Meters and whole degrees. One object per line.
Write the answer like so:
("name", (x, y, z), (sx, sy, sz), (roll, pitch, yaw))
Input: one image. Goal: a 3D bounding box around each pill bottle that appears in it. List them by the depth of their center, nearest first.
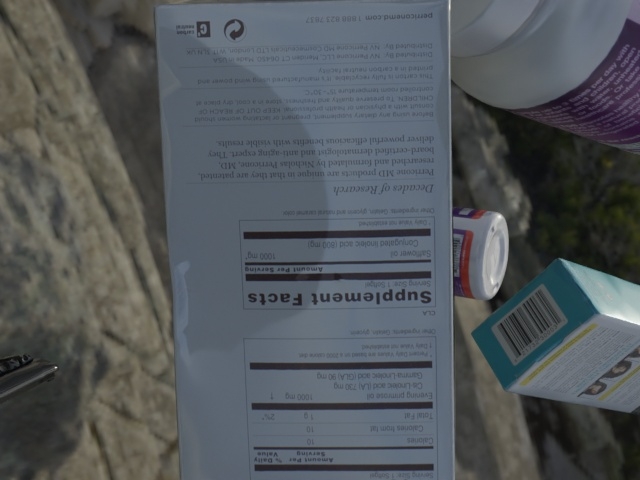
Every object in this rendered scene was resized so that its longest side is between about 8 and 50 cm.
("pill bottle", (0.182, -0.165, 0.913), (0.301, 0.169, 0.169), (10, 63, -44))
("pill bottle", (0.122, 0.008, 1.556), (0.108, 0.193, 0.108), (-30, 124, -59))

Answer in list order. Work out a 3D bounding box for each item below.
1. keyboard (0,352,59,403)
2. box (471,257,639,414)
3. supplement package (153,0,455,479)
("keyboard", (-0.295, 0.115, 0.657), (0.317, 0.201, 0.033), (-23, 98, -66))
("box", (0.238, 0.085, 1.071), (0.244, 0.100, 0.060), (16, 37, -49))
("supplement package", (0.000, 0.000, 0.645), (0.139, 0.134, 0.244), (-70, 159, -76))
